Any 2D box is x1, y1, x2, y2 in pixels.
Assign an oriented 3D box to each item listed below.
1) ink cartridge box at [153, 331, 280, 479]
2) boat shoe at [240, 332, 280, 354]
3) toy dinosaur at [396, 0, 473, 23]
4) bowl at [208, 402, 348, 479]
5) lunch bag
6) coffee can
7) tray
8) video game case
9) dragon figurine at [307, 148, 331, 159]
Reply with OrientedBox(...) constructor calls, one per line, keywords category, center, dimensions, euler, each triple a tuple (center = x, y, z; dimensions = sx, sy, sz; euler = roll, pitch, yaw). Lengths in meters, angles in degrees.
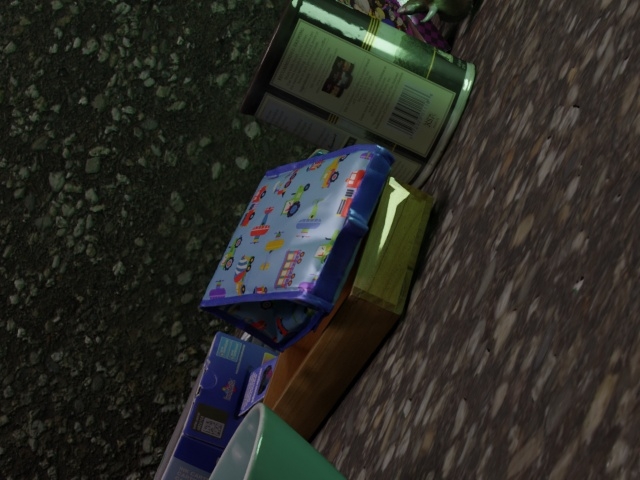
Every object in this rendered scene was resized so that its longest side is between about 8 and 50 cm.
OrientedBox(category="ink cartridge box", center=(-0.163, 0.334, 2.153), dimensions=(0.270, 0.151, 0.395), euler=(-76, 7, -57))
OrientedBox(category="boat shoe", center=(-0.110, 0.234, 2.384), dimensions=(0.094, 0.109, 0.302), euler=(-73, 7, -64))
OrientedBox(category="toy dinosaur", center=(0.237, -0.454, 2.192), dimensions=(0.314, 0.121, 0.160), euler=(-55, 22, -5))
OrientedBox(category="bowl", center=(-0.044, 0.314, 1.202), dimensions=(0.311, 0.163, 0.312), euler=(-156, 90, -84))
OrientedBox(category="lunch bag", center=(-0.012, 0.001, 1.752), dimensions=(0.221, 0.138, 0.293), euler=(-65, 15, -19))
OrientedBox(category="coffee can", center=(0.050, -0.214, 1.934), dimensions=(0.201, 0.275, 0.202), euler=(-155, 90, -84))
OrientedBox(category="tray", center=(0.022, 0.119, 1.837), dimensions=(0.411, 0.076, 0.203), euler=(-57, 10, 49))
OrientedBox(category="video game case", center=(0.106, -0.355, 2.332), dimensions=(0.041, 0.232, 0.210), euler=(-29, -12, -27))
OrientedBox(category="dragon figurine", center=(0.071, -0.132, 2.335), dimensions=(0.289, 0.144, 0.085), euler=(-46, 4, -2))
